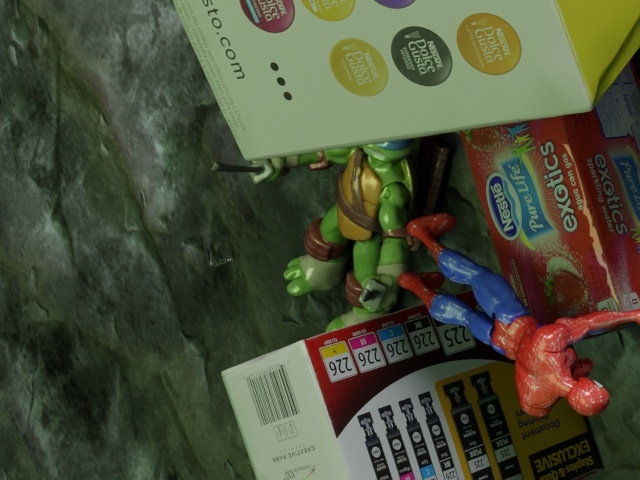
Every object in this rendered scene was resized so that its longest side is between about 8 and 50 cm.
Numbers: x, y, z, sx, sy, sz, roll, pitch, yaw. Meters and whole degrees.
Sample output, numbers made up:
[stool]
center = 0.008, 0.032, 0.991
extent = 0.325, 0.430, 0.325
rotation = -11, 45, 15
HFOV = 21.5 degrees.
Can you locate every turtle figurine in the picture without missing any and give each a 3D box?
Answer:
[turtle figurine]
center = 0.000, 0.000, 1.686
extent = 0.198, 0.274, 0.266
rotation = 21, 141, 11

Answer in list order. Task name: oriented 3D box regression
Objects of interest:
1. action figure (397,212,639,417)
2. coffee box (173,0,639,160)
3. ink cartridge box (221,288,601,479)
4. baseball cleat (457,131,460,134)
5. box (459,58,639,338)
[action figure]
center = 0.187, 0.066, 1.417
extent = 0.280, 0.139, 0.091
rotation = -130, 42, -55
[coffee box]
center = 0.085, -0.306, 1.345
extent = 0.334, 0.338, 0.337
rotation = -5, 119, 37
[ink cartridge box]
center = 0.100, 0.199, 1.547
extent = 0.130, 0.309, 0.272
rotation = -24, 83, 48
[baseball cleat]
center = 0.124, -0.196, 1.646
extent = 0.109, 0.072, 0.206
rotation = -11, 78, 54
[box]
center = 0.228, -0.043, 1.502
extent = 0.123, 0.128, 0.257
rotation = -25, 79, 47
